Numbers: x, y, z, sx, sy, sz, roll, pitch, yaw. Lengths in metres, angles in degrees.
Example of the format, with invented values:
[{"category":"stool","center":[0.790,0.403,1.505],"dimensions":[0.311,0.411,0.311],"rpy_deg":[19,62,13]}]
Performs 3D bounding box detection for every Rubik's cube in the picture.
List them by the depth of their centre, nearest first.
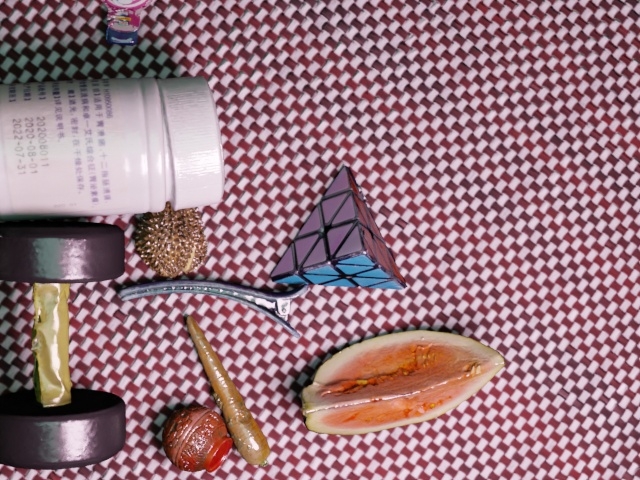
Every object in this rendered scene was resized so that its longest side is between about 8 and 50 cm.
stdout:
[{"category":"Rubik's cube","center":[0.000,0.000,1.797],"dimensions":[0.178,0.211,0.190],"rpy_deg":[-21,64,12]}]

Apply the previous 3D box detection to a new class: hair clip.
[{"category":"hair clip","center":[-0.158,0.083,1.774],"dimensions":[0.275,0.048,0.083],"rpy_deg":[10,96,-7]}]

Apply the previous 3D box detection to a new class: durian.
[{"category":"durian","center":[-0.212,-0.015,1.744],"dimensions":[0.111,0.071,0.140],"rpy_deg":[10,86,-11]}]

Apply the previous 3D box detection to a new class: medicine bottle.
[{"category":"medicine bottle","center":[-0.307,-0.128,1.658],"dimensions":[0.332,0.190,0.189],"rpy_deg":[-4,94,-10]}]

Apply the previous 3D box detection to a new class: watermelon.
[{"category":"watermelon","center":[0.107,0.198,1.787],"dimensions":[0.304,0.159,0.128],"rpy_deg":[-12,66,-7]}]

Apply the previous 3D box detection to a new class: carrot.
[{"category":"carrot","center":[-0.142,0.225,1.783],"dimensions":[0.049,0.049,0.254],"rpy_deg":[-26,93,-8]}]

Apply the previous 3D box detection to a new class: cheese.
[{"category":"cheese","center":[-0.282,-0.354,1.727],"dimensions":[0.095,0.038,0.145],"rpy_deg":[4,91,-10]}]

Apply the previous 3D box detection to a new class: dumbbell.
[{"category":"dumbbell","center":[-0.370,0.137,1.655],"dimensions":[0.204,0.204,0.322],"rpy_deg":[0,94,-10]}]

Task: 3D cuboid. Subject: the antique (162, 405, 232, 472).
[{"category":"antique","center":[-0.184,0.289,1.750],"dimensions":[0.104,0.104,0.104],"rpy_deg":[-1,93,-10]}]
